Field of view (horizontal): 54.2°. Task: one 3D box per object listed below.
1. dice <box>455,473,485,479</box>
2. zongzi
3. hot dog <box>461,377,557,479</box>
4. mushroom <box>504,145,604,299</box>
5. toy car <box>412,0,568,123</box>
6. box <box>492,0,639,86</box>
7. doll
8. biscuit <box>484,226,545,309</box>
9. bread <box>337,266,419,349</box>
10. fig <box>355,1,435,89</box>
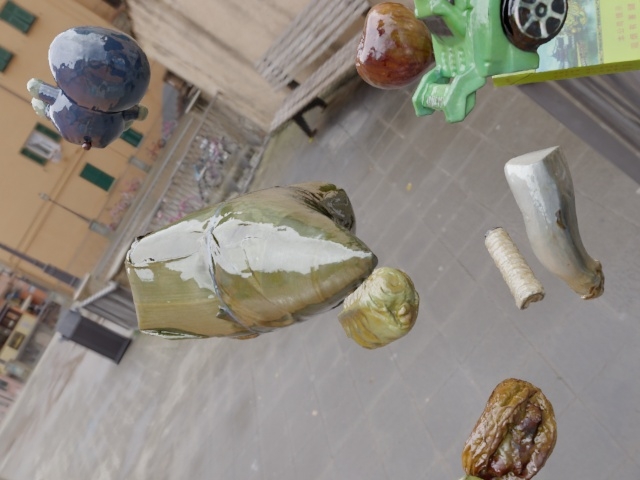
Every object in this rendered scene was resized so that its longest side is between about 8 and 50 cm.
[{"bbox_3d":[0.257,0.541,1.110,0.166,0.169,0.169,-19,-29,-52],"label":"dice"},{"bbox_3d":[0.000,0.000,0.794,0.392,0.174,0.356,-13,10,41],"label":"zongzi"},{"bbox_3d":[0.365,0.380,1.215,0.227,0.160,0.099,-60,11,-7],"label":"hot dog"},{"bbox_3d":[0.593,-0.033,1.552,0.177,0.397,0.126,-17,2,-26],"label":"mushroom"},{"bbox_3d":[0.211,-0.358,0.863,0.213,0.176,0.359,-122,20,-70],"label":"toy car"},{"bbox_3d":[0.531,-0.429,1.306,0.334,0.047,0.187,-2,71,21],"label":"box"},{"bbox_3d":[-0.433,-0.295,1.196,0.258,0.228,0.154,-58,33,37],"label":"doll"},{"bbox_3d":[0.377,0.052,1.232,0.061,0.055,0.219,-40,30,18],"label":"biscuit"},{"bbox_3d":[0.121,0.140,1.292,0.129,0.152,0.268,-19,-11,-13],"label":"bread"},{"bbox_3d":[0.181,-0.398,1.316,0.175,0.207,0.175,-170,90,-75],"label":"fig"}]
